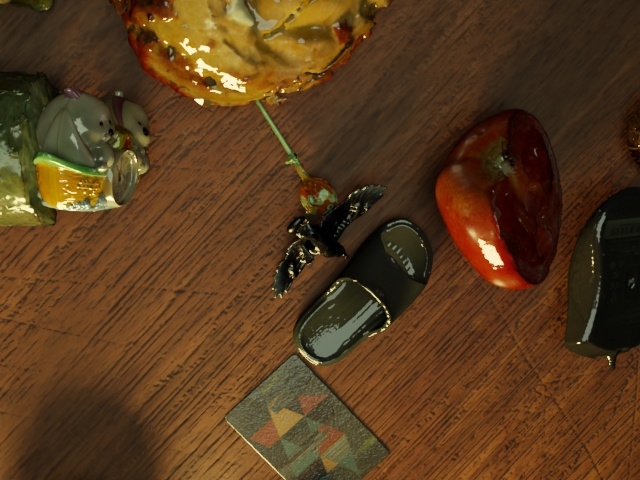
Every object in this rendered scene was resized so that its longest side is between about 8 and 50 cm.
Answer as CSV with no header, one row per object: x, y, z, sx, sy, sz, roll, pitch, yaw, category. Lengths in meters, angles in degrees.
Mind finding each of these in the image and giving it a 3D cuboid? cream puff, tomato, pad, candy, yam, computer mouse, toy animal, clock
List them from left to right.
-0.471,-0.116,1.142,0.300,0.195,0.195,1,100,-7,yam
-0.274,-0.112,1.144,0.103,0.231,0.144,12,98,11,clock
-0.091,-0.334,1.122,0.350,0.228,0.350,-11,123,-17,cream puff
-0.038,-0.113,1.265,0.055,0.049,0.184,-27,99,44,candy
-0.018,0.281,1.357,0.143,0.003,0.211,-43,102,2,pad
0.000,0.000,1.265,0.220,0.108,0.062,-46,71,18,toy animal
0.226,-0.048,1.244,0.200,0.140,0.233,49,50,-38,tomato
0.407,0.051,1.321,0.147,0.088,0.264,-1,101,-25,computer mouse

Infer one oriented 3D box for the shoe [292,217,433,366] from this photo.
0.064,0.082,1.286,0.108,0.093,0.241,43,95,-10,shoe

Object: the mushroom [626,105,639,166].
0.483,-0.141,1.294,0.126,0.085,0.109,44,94,-6,mushroom

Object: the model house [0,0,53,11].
-0.396,-0.372,1.078,0.175,0.234,0.193,13,101,-8,model house
